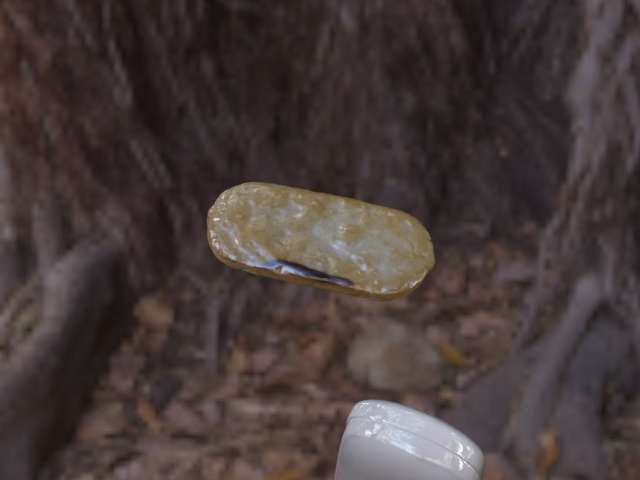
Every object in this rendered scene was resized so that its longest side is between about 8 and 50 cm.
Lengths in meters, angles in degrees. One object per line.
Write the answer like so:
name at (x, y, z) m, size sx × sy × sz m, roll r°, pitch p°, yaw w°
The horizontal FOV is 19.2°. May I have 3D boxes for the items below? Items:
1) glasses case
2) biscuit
glasses case at (0.055, 0.160, 1.210) m, size 0.092 × 0.059 × 0.233 m, roll 23°, pitch -21°, yaw 11°
biscuit at (0.000, 0.000, 1.188) m, size 0.147 × 0.018 × 0.071 m, roll 11°, pitch 52°, yaw 3°
